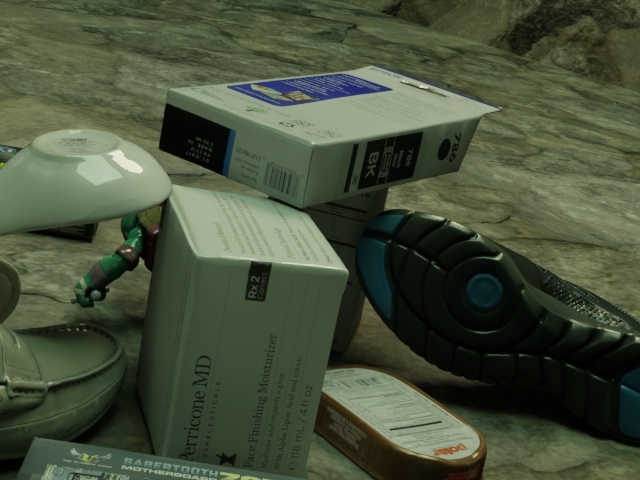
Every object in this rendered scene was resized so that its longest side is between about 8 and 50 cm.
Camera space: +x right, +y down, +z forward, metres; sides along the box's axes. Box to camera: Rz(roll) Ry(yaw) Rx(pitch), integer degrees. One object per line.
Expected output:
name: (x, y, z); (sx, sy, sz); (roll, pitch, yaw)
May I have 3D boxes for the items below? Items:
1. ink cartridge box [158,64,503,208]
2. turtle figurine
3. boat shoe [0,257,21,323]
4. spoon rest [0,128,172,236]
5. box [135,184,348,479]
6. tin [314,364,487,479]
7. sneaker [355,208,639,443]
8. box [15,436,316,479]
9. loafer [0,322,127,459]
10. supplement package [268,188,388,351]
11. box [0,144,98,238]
ink cartridge box: (0.020, -0.103, 1.344); (0.165, 0.065, 0.332); (23, 22, 31)
turtle figurine: (-0.143, 0.028, 1.356); (0.175, 0.118, 0.234); (-1, 25, -36)
boat shoe: (-0.394, 0.039, 1.164); (0.305, 0.109, 0.091); (-6, 29, -35)
spoon rest: (-0.256, -0.040, 1.147); (0.276, 0.084, 0.137); (0, 22, -12)
box: (-0.069, 0.070, 1.149); (0.119, 0.181, 0.182); (6, 17, -15)
tin: (0.059, 0.155, 1.214); (0.106, 0.040, 0.189); (-7, 25, -36)
sneaker: (0.183, 0.078, 1.365); (0.341, 0.125, 0.139); (31, 10, -3)
box: (-0.089, 0.203, 0.924); (0.232, 0.059, 0.183); (10, 18, -4)
loafer: (-0.253, 0.101, 1.051); (0.112, 0.111, 0.319); (21, 20, 27)
supplement package: (0.000, 0.000, 1.416); (0.105, 0.179, 0.105); (14, 17, 8)
box: (-0.336, -0.061, 1.621); (0.190, 0.045, 0.184); (9, 15, -6)
